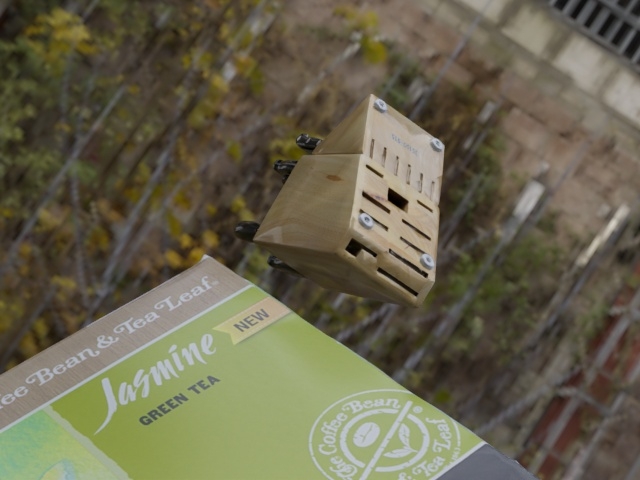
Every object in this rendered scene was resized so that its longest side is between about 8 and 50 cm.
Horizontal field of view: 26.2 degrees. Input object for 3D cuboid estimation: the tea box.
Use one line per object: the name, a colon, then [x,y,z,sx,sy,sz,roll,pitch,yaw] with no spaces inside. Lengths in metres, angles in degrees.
tea box: [-0.023,0.242,0.687,0.323,0.220,0.329,31,-40,38]

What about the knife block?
knife block: [0.000,0.000,1.224,0.088,0.275,0.242,33,-54,-19]
